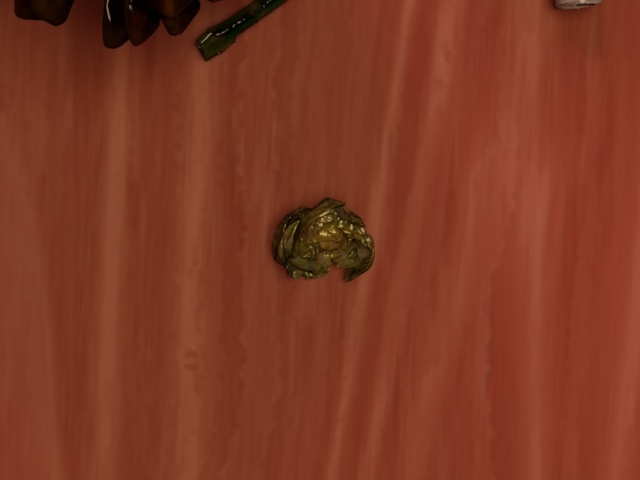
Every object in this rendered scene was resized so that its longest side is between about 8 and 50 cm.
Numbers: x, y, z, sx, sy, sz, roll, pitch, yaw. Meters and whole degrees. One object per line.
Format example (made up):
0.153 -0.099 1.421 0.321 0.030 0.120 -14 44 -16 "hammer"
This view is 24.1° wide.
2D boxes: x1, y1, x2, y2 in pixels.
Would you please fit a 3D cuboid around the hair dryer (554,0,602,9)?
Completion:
0.282 -0.281 1.291 0.183 0.044 0.155 -4 94 -14 "hair dryer"

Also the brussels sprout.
0.000 0.000 1.230 0.085 0.058 0.085 -9 126 -13 "brussels sprout"

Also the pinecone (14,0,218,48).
-0.138 -0.354 1.040 0.397 0.398 0.398 0 91 -11 "pinecone"

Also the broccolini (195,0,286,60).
-0.001 -0.238 1.227 0.254 0.057 0.071 -42 55 -11 "broccolini"
